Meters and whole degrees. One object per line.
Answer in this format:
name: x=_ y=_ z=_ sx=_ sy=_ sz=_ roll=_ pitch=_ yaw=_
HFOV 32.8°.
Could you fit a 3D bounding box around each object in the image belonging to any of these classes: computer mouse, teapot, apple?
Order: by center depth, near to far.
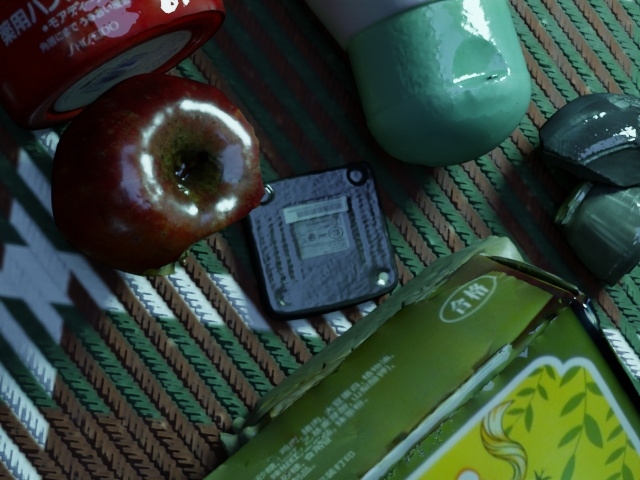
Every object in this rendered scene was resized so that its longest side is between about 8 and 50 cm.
apple: x=-0.136 y=-0.049 z=0.838 sx=0.147 sy=0.158 sz=0.156 roll=19 pitch=75 yaw=-28
computer mouse: x=0.283 y=-0.101 z=1.004 sx=0.192 sy=0.106 sz=0.062 roll=-8 pitch=125 yaw=-28
teapot: x=0.266 y=-0.021 z=1.009 sx=0.091 sy=0.124 sz=0.092 roll=38 pitch=114 yaw=9

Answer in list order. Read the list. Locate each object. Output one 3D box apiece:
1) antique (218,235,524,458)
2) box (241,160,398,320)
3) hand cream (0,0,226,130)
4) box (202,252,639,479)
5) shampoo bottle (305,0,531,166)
antique: x=0.060 y=0.123 z=0.887 sx=0.284 sy=0.125 sz=0.150 roll=-28 pitch=89 yaw=-20
box: x=0.000 y=0.000 z=0.940 sx=0.126 sy=0.027 sz=0.125 roll=-13 pitch=85 yaw=-18
hand cream: x=-0.178 y=-0.179 z=0.830 sx=0.193 sy=0.193 sz=0.125 roll=-32 pitch=91 yaw=-19
box: x=0.079 y=0.279 z=0.772 sx=0.420 sy=0.138 sz=0.373 roll=-40 pitch=115 yaw=-11
shampoo bottle: x=0.076 y=-0.234 z=0.938 sx=0.222 sy=0.151 sz=0.349 roll=-14 pitch=86 yaw=-21
